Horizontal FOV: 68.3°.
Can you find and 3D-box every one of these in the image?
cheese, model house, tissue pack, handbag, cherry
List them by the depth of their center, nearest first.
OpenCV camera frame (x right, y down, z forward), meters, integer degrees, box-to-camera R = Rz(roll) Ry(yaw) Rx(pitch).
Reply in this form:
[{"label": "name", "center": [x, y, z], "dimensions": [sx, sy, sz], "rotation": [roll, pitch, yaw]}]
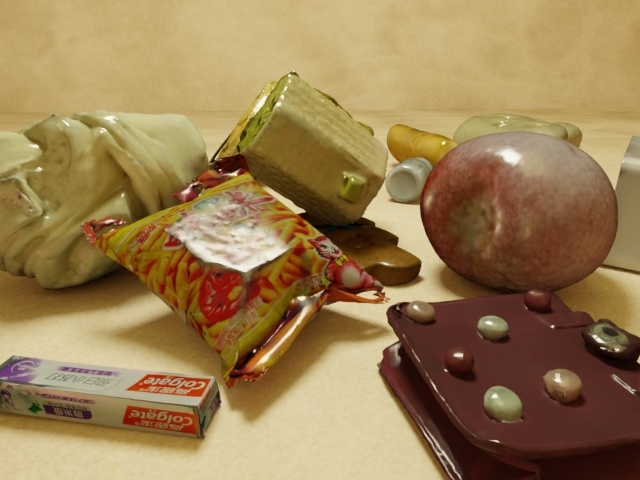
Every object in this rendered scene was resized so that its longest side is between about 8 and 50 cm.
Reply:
[{"label": "handbag", "center": [0.177, 0.113, 0.399], "dimensions": [0.216, 0.073, 0.203], "rotation": [-5, 23, -12]}, {"label": "cherry", "center": [0.262, -0.042, 0.610], "dimensions": [0.240, 0.205, 0.239], "rotation": [-11, 16, 3]}, {"label": "model house", "center": [-0.008, -0.138, 0.700], "dimensions": [0.193, 0.174, 0.234], "rotation": [34, 7, -17]}, {"label": "tissue pack", "center": [0.521, -0.057, 0.712], "dimensions": [0.136, 0.159, 0.246], "rotation": [15, 26, 30]}, {"label": "cheese", "center": [0.492, -0.266, 1.273], "dimensions": [0.329, 0.129, 0.351], "rotation": [19, 27, 35]}]

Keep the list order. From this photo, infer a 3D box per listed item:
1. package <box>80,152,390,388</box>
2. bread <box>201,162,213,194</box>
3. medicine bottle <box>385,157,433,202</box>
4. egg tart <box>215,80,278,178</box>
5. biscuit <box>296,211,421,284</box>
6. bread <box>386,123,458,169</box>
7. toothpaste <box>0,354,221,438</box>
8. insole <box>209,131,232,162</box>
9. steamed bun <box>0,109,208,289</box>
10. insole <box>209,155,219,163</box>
[{"label": "package", "center": [-0.094, 0.027, 0.526], "dimensions": [0.223, 0.108, 0.288], "rotation": [-28, 54, -37]}, {"label": "bread", "center": [-0.246, -0.127, 1.008], "dimensions": [0.105, 0.077, 0.152], "rotation": [16, 25, 32]}, {"label": "medicine bottle", "center": [0.195, -0.134, 1.012], "dimensions": [0.080, 0.080, 0.130], "rotation": [9, 23, 23]}, {"label": "egg tart", "center": [-0.149, -0.244, 1.135], "dimensions": [0.115, 0.290, 0.290], "rotation": [34, 20, -9]}, {"label": "biscuit", "center": [0.000, -0.001, 0.729], "dimensions": [0.279, 0.043, 0.301], "rotation": [0, 22, 0]}, {"label": "bread", "center": [0.263, -0.212, 1.170], "dimensions": [0.142, 0.091, 0.305], "rotation": [39, 5, -25]}, {"label": "toothpaste", "center": [-0.187, 0.131, 0.407], "dimensions": [0.197, 0.040, 0.047], "rotation": [4, 24, 9]}, {"label": "insole", "center": [-0.255, -0.209, 1.146], "dimensions": [0.197, 0.004, 0.065], "rotation": [-32, 24, 55]}, {"label": "steamed bun", "center": [-0.315, -0.048, 0.646], "dimensions": [0.320, 0.206, 0.275], "rotation": [-18, 0, 17]}, {"label": "insole", "center": [-0.274, -0.169, 1.133], "dimensions": [0.005, 0.086, 0.253], "rotation": [38, 12, -13]}]
